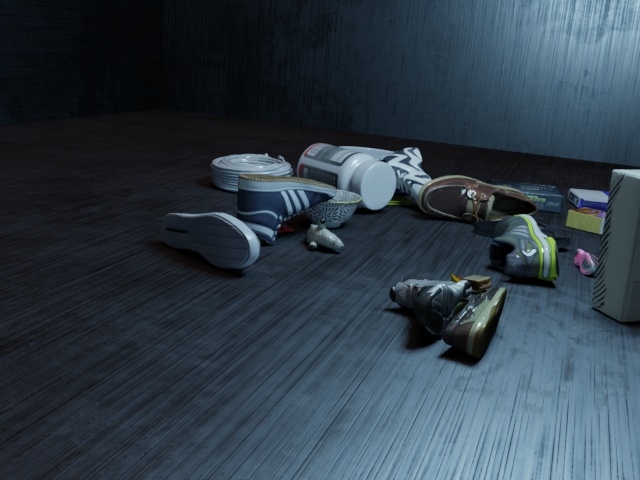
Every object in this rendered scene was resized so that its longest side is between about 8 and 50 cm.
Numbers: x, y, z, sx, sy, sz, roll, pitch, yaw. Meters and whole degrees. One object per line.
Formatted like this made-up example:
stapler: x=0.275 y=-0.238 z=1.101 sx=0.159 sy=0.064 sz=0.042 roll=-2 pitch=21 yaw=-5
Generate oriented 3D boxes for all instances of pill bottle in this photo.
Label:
pill bottle: x=0.075 y=-0.183 z=2.221 sx=0.161 sy=0.161 sz=0.283 roll=-7 pitch=19 yaw=-38

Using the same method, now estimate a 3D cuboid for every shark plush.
shark plush: x=0.000 y=0.000 z=1.777 sx=0.067 sy=0.073 sz=0.161 roll=21 pitch=-11 yaw=-17

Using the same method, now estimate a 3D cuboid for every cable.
cable: x=-0.212 y=-0.205 z=2.360 sx=0.257 sy=0.089 sz=0.257 roll=-1 pitch=17 yaw=-19

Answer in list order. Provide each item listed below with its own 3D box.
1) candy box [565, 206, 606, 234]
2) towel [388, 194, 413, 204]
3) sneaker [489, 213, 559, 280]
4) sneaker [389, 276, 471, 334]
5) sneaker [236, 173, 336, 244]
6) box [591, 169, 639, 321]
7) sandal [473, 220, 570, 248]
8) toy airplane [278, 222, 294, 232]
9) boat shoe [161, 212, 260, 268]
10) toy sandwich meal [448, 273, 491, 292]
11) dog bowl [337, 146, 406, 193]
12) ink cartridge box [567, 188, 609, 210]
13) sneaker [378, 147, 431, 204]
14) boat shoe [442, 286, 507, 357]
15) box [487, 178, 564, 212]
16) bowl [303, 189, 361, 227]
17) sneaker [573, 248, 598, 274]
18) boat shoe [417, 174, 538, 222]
candy box: x=0.804 y=-0.048 z=2.158 sx=0.186 sy=0.053 sz=0.109 roll=19 pitch=20 yaw=40
towel: x=0.190 y=-0.147 z=2.394 sx=0.102 sy=0.021 sz=0.237 roll=-3 pitch=17 yaw=-23
sneaker: x=0.433 y=0.009 z=1.722 sx=0.121 sy=0.111 sz=0.300 roll=0 pitch=13 yaw=-4
sneaker: x=0.171 y=0.108 z=1.333 sx=0.132 sy=0.086 sz=0.228 roll=7 pitch=4 yaw=27
sneaker: x=-0.085 y=-0.071 z=1.795 sx=0.282 sy=0.153 sz=0.099 roll=1 pitch=12 yaw=-43
box: x=0.597 y=0.009 z=1.433 sx=0.113 sy=0.275 sz=0.094 roll=0 pitch=15 yaw=-19
sandal: x=0.512 y=-0.024 z=1.964 sx=0.254 sy=0.055 sz=0.097 roll=15 pitch=18 yaw=33
toy airplane: x=-0.121 y=-0.045 z=1.893 sx=0.151 sy=0.028 sz=0.151 roll=3 pitch=16 yaw=-1
boat shoe: x=-0.216 y=-0.014 z=1.599 sx=0.094 sy=0.109 sz=0.302 roll=-7 pitch=16 yaw=-44
toy sandwich meal: x=0.300 y=0.082 z=1.542 sx=0.085 sy=0.029 sz=0.085 roll=5 pitch=15 yaw=-1
dog bowl: x=0.165 y=-0.228 z=2.454 sx=0.264 sy=0.104 sz=0.265 roll=7 pitch=14 yaw=-2
ink cartridge box: x=0.933 y=-0.123 z=2.493 sx=0.206 sy=0.045 sz=0.208 roll=6 pitch=14 yaw=4
sneaker: x=0.238 y=-0.171 z=2.249 sx=0.153 sy=0.094 sz=0.235 roll=-8 pitch=61 yaw=-10
boat shoe: x=0.259 y=0.124 z=1.276 sx=0.073 sy=0.080 sz=0.223 roll=15 pitch=22 yaw=19
box: x=0.654 y=-0.146 z=2.463 sx=0.232 sy=0.059 sz=0.183 roll=7 pitch=16 yaw=10
bowl: x=0.017 y=-0.079 z=1.967 sx=0.170 sy=0.080 sz=0.170 roll=5 pitch=15 yaw=-1
sneaker: x=0.619 y=0.052 z=1.747 sx=0.057 sy=0.047 sz=0.119 roll=17 pitch=16 yaw=0
boat shoe: x=0.444 y=-0.105 z=2.137 sx=0.341 sy=0.123 sz=0.123 roll=7 pitch=12 yaw=-16
